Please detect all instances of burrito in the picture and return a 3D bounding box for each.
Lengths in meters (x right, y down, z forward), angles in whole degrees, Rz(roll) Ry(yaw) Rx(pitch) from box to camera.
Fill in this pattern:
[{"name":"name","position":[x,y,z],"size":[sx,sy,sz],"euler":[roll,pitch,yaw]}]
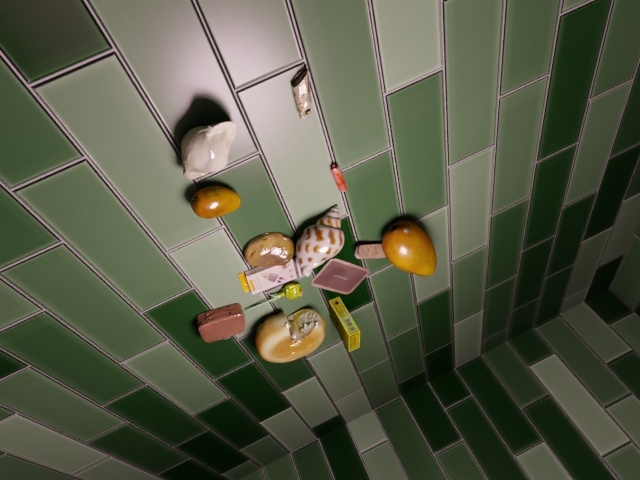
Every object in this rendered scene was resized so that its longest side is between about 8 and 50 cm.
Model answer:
[{"name":"burrito","position":[-0.053,-0.433,1.344],"size":[0.055,0.041,0.149],"euler":[-28,137,-22]}]

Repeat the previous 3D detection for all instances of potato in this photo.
[{"name":"potato","position":[-0.189,0.054,1.726],"size":[0.201,0.081,0.164],"euler":[-5,134,-22]}]

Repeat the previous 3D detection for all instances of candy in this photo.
[{"name":"candy","position":[-0.201,0.247,1.933],"size":[0.262,0.073,0.077],"euler":[-22,120,3]}]

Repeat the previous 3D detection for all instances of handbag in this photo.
[{"name":"handbag","position":[-0.415,0.351,1.900],"size":[0.194,0.072,0.151],"euler":[-15,137,-18]}]

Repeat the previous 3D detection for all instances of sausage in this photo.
[{"name":"sausage","position":[0.064,-0.228,1.619],"size":[0.034,0.034,0.129],"euler":[-28,138,-1]}]

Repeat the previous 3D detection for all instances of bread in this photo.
[{"name":"bread","position":[-0.142,0.427,2.060],"size":[0.333,0.160,0.332],"euler":[-14,136,-14]}]

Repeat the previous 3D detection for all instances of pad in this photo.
[{"name":"pad","position":[0.093,0.168,2.052],"size":[0.266,0.002,0.176],"euler":[20,119,-41]}]

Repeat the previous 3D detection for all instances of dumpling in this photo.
[{"name":"dumpling","position":[-0.318,-0.265,1.320],"size":[0.167,0.126,0.215],"euler":[-23,137,-50]}]

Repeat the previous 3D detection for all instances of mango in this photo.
[{"name":"mango","position":[0.392,0.039,1.934],"size":[0.173,0.211,0.317],"euler":[-17,140,40]},{"name":"mango","position":[-0.336,-0.127,1.459],"size":[0.163,0.089,0.111],"euler":[-21,151,-24]}]

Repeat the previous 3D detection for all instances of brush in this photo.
[{"name":"brush","position":[0.278,0.048,1.997],"size":[0.328,0.069,0.065],"euler":[-2,167,-33]}]

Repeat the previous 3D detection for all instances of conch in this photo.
[{"name":"conch","position":[0.000,-0.001,1.728],"size":[0.275,0.183,0.148],"euler":[-44,111,-7]}]

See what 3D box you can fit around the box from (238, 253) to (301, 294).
[{"name":"box","position":[-0.200,0.143,1.840],"size":[0.248,0.033,0.129],"euler":[-21,139,-10]}]

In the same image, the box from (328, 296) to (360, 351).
[{"name":"box","position":[0.110,0.390,2.119],"size":[0.064,0.220,0.140],"euler":[-19,139,-13]}]
